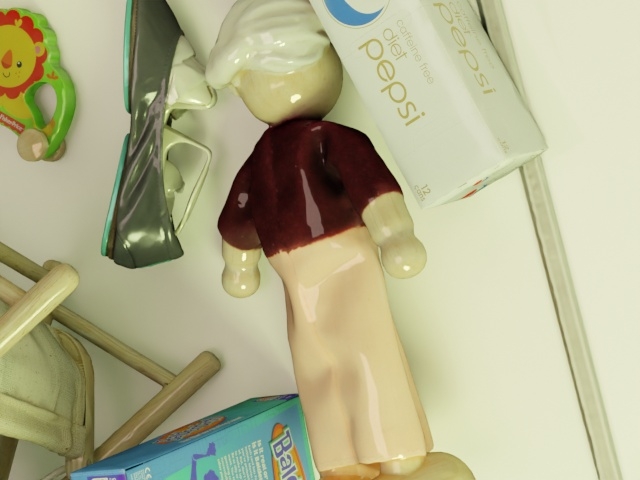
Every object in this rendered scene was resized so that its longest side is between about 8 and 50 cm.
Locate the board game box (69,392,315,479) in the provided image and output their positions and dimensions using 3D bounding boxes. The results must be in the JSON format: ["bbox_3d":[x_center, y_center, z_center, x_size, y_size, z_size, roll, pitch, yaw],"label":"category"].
[{"bbox_3d":[-0.070,0.201,1.148,0.047,0.210,0.160,-8,93,31],"label":"board game box"}]

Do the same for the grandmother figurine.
[{"bbox_3d":[0.000,0.000,1.143,0.208,0.104,0.342,-12,90,43],"label":"grandmother figurine"}]

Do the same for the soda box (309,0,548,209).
[{"bbox_3d":[0.054,-0.131,1.101,0.069,0.074,0.216,-32,82,30],"label":"soda box"}]

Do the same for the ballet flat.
[{"bbox_3d":[-0.107,-0.079,1.211,0.074,0.074,0.203,10,97,28],"label":"ballet flat"}]

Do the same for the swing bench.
[{"bbox_3d":[-0.233,0.124,1.156,0.165,0.253,0.254,29,84,23],"label":"swing bench"}]

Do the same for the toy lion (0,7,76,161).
[{"bbox_3d":[-0.219,-0.119,1.285,0.100,0.034,0.096,31,104,22],"label":"toy lion"}]
